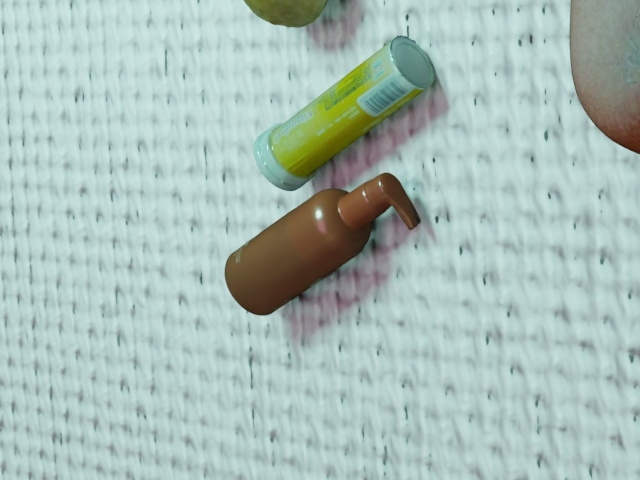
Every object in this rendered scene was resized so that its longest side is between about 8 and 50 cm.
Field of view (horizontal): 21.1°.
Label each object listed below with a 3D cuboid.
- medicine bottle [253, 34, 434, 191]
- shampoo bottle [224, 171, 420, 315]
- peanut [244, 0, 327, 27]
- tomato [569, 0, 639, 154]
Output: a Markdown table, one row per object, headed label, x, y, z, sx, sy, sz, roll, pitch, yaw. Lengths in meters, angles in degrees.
| label | x | y | z | sx | sy | sz | roll | pitch | yaw |
| --- | --- | --- | --- | --- | --- | --- | --- | --- | --- |
| medicine bottle | 0.024 | -0.132 | 1.797 | 0.218 | 0.074 | 0.074 | -34 | 73 | 39 |
| shampoo bottle | -0.002 | -0.002 | 1.832 | 0.244 | 0.085 | 0.085 | -32 | 74 | 40 |
| peanut | -0.068 | -0.323 | 1.819 | 0.129 | 0.129 | 0.224 | -49 | 63 | 36 |
| tomato | 0.343 | -0.207 | 1.341 | 0.341 | 0.273 | 0.341 | 14 | 109 | 44 |
